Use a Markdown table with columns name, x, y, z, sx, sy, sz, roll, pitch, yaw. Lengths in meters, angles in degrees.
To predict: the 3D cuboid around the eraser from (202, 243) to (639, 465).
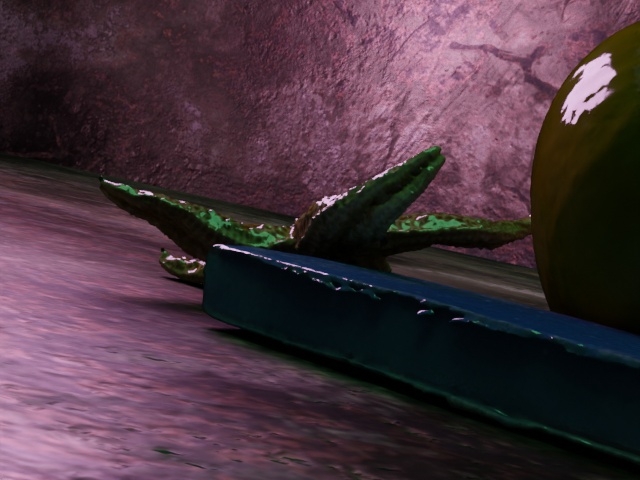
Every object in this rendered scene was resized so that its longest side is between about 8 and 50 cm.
| name | x | y | z | sx | sy | sz | roll | pitch | yaw |
| --- | --- | --- | --- | --- | --- | --- | --- | --- | --- |
| eraser | 0.097 | 0.056 | 0.564 | 0.312 | 0.043 | 0.144 | 14 | 3 | 40 |

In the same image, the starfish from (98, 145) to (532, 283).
| name | x | y | z | sx | sy | sz | roll | pitch | yaw |
| --- | --- | --- | --- | --- | --- | --- | --- | --- | --- |
| starfish | 0.000 | 0.000 | 0.760 | 0.277 | 0.062 | 0.236 | -1 | -17 | -14 |

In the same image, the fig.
| name | x | y | z | sx | sy | sz | roll | pitch | yaw |
| --- | --- | --- | --- | --- | --- | --- | --- | --- | --- |
| fig | 0.218 | -0.007 | 0.667 | 0.207 | 0.230 | 0.207 | -9 | 35 | 6 |
